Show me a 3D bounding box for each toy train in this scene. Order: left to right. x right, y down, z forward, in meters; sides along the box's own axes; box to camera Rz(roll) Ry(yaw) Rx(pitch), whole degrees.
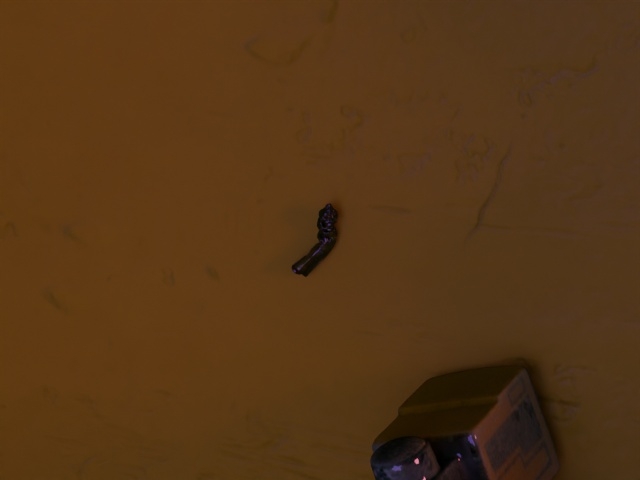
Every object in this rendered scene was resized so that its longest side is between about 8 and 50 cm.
[{"bbox_3d":[0.150,0.318,1.497,0.150,0.237,0.369,-11,106,36],"label":"toy train"}]

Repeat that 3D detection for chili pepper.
[{"bbox_3d":[0.000,0.000,1.593,0.027,0.022,0.083,32,119,13],"label":"chili pepper"}]
